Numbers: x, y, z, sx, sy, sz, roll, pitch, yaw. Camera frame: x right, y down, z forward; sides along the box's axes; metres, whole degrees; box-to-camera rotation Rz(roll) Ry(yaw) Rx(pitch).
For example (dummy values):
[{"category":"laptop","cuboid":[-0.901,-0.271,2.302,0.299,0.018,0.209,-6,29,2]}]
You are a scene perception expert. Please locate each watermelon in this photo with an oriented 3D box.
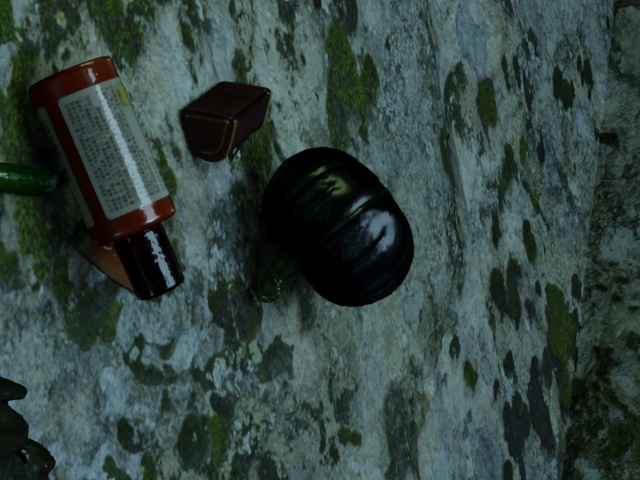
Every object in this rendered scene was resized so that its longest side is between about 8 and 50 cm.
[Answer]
[{"category":"watermelon","cuboid":[-0.225,0.003,1.728,0.163,0.069,0.087,41,50,-50]}]

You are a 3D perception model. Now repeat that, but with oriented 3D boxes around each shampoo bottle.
[{"category":"shampoo bottle","cuboid":[-0.235,-0.066,1.622,0.104,0.104,0.278,-32,101,-59]}]

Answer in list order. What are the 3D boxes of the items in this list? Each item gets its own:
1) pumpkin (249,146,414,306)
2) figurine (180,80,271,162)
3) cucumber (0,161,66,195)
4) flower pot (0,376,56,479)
[{"category":"pumpkin","cuboid":[0.000,0.000,2.030,0.248,0.248,0.248,15,73,-61]},{"category":"figurine","cuboid":[-0.121,-0.158,1.948,0.154,0.082,0.098,-45,138,-56]},{"category":"cucumber","cuboid":[-0.329,-0.068,1.578,0.155,0.037,0.037,1,85,-61]},{"category":"flower pot","cuboid":[-0.370,0.222,1.188,0.213,0.302,0.301,71,24,-68]}]
